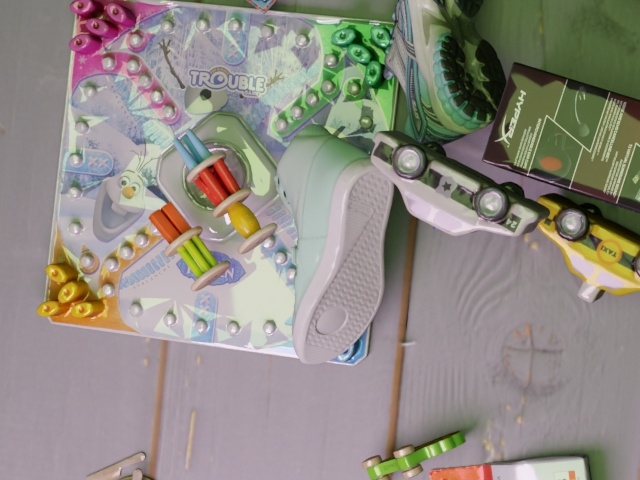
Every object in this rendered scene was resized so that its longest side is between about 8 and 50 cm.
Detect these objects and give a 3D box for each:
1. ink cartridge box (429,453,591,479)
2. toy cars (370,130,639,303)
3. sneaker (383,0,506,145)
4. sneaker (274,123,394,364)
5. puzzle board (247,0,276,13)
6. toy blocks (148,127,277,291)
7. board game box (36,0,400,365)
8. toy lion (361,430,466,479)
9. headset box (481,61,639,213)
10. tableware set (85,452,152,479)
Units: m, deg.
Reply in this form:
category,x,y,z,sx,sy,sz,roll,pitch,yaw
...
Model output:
category,x,y,z,sx,sy,sz,roll,pitch,yaw
ink cartridge box,0.214,0.315,1.895,0.179,0.045,0.145,-8,89,10
toy cars,0.218,-0.007,1.789,0.394,0.176,0.087,20,103,-26
sneaker,0.109,-0.229,1.854,0.122,0.110,0.283,-36,51,44
sneaker,0.001,0.000,1.874,0.151,0.094,0.256,45,129,47
puzzle board,-0.059,-0.329,1.932,0.096,0.011,0.128,38,79,12
toy blocks,-0.137,-0.037,1.905,0.123,0.054,0.148,-38,82,12
board game box,-0.119,-0.073,1.954,0.390,0.050,0.390,7,93,12
toy lion,0.109,0.236,1.900,0.100,0.096,0.034,-27,84,52
headset box,0.331,-0.085,1.772,0.293,0.218,0.110,18,96,11
tableware set,-0.265,0.339,1.999,0.194,0.039,0.128,-26,86,12
